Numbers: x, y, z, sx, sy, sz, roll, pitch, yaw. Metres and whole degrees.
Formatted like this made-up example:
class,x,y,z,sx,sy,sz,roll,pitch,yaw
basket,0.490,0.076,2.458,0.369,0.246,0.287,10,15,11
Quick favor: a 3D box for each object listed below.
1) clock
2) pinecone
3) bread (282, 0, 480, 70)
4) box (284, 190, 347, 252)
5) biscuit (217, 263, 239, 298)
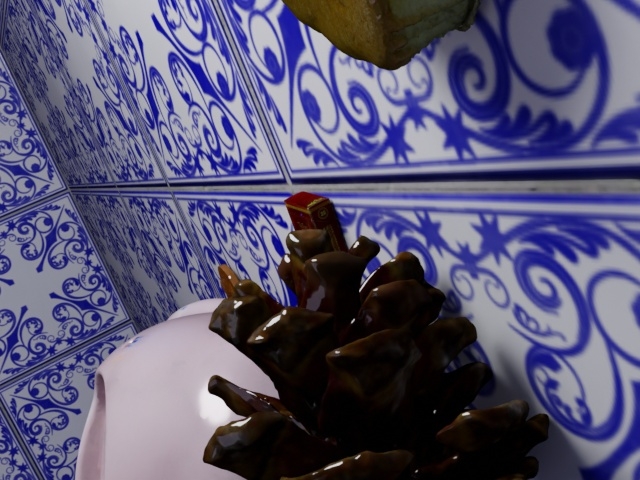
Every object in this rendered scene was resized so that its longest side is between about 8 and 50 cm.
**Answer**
class,x,y,z,sx,sy,sz,roll,pitch,yaw
clock,-0.098,0.224,0.743,0.376,0.250,0.368,-34,54,52
pinecone,0.025,0.138,0.481,0.244,0.244,0.309,107,143,-62
bread,0.018,-0.158,0.348,0.128,0.069,0.140,43,153,41
box,0.000,0.000,0.652,0.051,0.023,0.082,19,133,61
biscuit,-0.119,0.073,1.041,0.078,0.015,0.091,35,146,55
